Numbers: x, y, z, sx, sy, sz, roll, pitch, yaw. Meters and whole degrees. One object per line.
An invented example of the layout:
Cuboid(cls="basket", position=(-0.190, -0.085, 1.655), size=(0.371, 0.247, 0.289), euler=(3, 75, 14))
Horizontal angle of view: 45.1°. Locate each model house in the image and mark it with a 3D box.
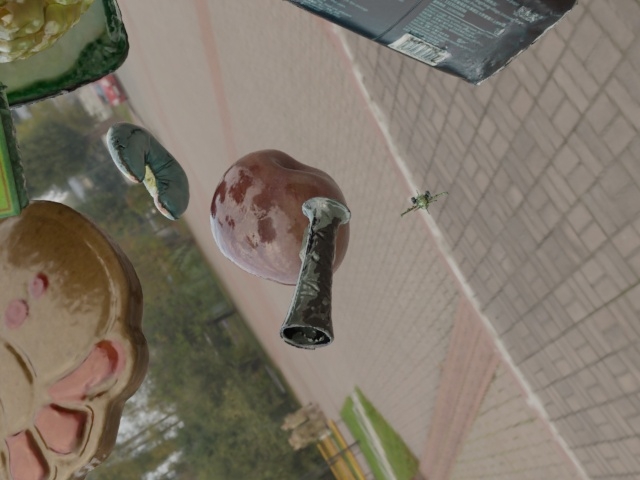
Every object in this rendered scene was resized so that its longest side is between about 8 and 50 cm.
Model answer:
Cuboid(cls="model house", position=(-0.538, -0.406, 1.455), size=(0.284, 0.298, 0.243), euler=(37, 149, 62))

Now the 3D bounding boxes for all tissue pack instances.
Cuboid(cls="tissue pack", position=(0.157, -0.450, 1.206), size=(0.264, 0.416, 0.253), euler=(-38, 48, 48))

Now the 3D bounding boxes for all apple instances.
Cuboid(cls="apple", position=(-0.075, -0.048, 1.575), size=(0.305, 0.235, 0.306), euler=(20, -165, -6))

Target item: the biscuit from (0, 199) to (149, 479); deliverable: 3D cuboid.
Cuboid(cls="biscuit", position=(-0.373, 0.142, 0.934), size=(0.359, 0.381, 0.074), euler=(37, 179, 27))

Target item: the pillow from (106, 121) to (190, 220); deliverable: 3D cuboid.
Cuboid(cls="pillow", position=(-0.370, -0.157, 1.663), size=(0.233, 0.086, 0.214), euler=(51, -169, -32))

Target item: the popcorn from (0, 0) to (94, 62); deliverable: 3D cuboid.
Cuboid(cls="popcorn", position=(-0.438, -0.383, 0.987), size=(0.335, 0.274, 0.279), euler=(94, 168, -69))

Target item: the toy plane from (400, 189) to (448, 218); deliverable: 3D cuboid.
Cuboid(cls="toy plane", position=(0.201, -0.076, 1.516), size=(0.111, 0.102, 0.040), euler=(-86, -27, -76))

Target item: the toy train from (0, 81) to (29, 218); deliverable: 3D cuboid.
Cuboid(cls="toy train", position=(-0.426, -0.100, 0.837), size=(0.271, 0.188, 0.159), euler=(36, 135, 56))

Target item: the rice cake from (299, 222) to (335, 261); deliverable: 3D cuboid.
Cuboid(cls="rice cake", position=(0.000, 0.000, 1.169), size=(0.052, 0.057, 0.256), euler=(26, -170, -4))

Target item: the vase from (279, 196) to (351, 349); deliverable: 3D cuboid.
Cuboid(cls="vase", position=(-0.004, 0.033, 0.847), size=(0.059, 0.059, 0.167), euler=(75, -160, -56))
